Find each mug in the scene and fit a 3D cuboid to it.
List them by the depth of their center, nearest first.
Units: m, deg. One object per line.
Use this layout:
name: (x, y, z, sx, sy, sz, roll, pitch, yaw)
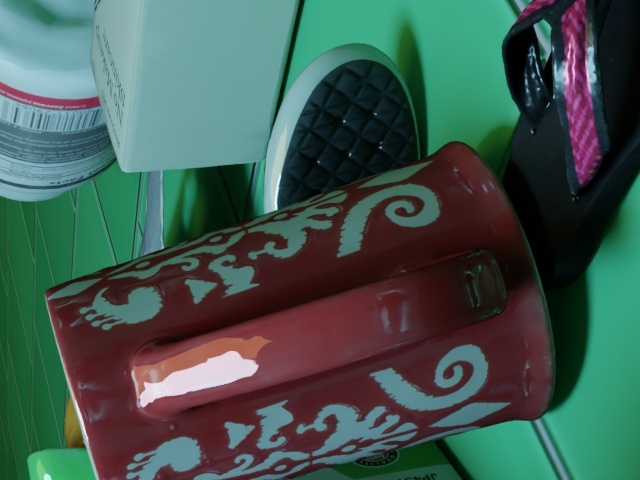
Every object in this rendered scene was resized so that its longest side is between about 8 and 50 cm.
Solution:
mug: (-0.011, 0.028, 0.508, 0.150, 0.169, 0.113, 89, 162, -58)

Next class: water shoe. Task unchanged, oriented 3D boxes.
water shoe: (0.000, 0.000, 0.657, 0.080, 0.073, 0.203, -129, 37, -61)

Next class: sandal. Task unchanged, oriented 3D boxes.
sandal: (0.082, -0.046, 0.448, 0.179, 0.040, 0.067, 104, 154, -46)

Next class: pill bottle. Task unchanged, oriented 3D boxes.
pill bottle: (-0.221, -0.141, 1.091, 0.318, 0.176, 0.176, 133, 127, -66)

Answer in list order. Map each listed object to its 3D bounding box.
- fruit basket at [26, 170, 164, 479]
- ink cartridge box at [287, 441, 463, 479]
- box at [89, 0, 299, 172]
fruit basket: (-0.110, 0.117, 0.953, 0.327, 0.166, 0.353, 112, 163, -61)
ink cartridge box: (0.010, 0.170, 0.568, 0.208, 0.153, 0.086, -129, 36, -56)
box: (-0.067, -0.169, 0.755, 0.275, 0.094, 0.113, 105, 151, -47)
